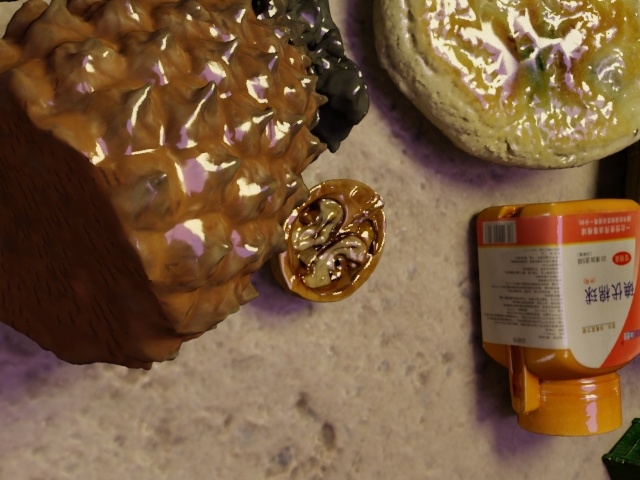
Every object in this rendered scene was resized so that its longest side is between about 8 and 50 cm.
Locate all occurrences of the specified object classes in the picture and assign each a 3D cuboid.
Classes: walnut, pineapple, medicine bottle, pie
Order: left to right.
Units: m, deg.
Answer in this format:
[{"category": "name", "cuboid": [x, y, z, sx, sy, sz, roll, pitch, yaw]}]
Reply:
[{"category": "pineapple", "cuboid": [-0.070, -0.090, 0.538, 0.223, 0.222, 0.357, 61, 42, -18]}, {"category": "walnut", "cuboid": [0.000, 0.000, 0.658, 0.121, 0.052, 0.091, -41, 110, -30]}, {"category": "pie", "cuboid": [0.198, -0.212, 0.730, 0.337, 0.075, 0.338, -1, 94, -22]}, {"category": "medicine bottle", "cuboid": [0.242, 0.072, 0.788, 0.149, 0.112, 0.222, -4, 91, -35]}]

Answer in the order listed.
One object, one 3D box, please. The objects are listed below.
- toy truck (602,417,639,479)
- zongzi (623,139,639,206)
[{"category": "toy truck", "cuboid": [0.441, 0.329, 0.938, 0.121, 0.088, 0.259, -36, 107, -31]}, {"category": "zongzi", "cuboid": [0.355, -0.127, 0.872, 0.467, 0.218, 0.500, 38, 78, -2]}]
